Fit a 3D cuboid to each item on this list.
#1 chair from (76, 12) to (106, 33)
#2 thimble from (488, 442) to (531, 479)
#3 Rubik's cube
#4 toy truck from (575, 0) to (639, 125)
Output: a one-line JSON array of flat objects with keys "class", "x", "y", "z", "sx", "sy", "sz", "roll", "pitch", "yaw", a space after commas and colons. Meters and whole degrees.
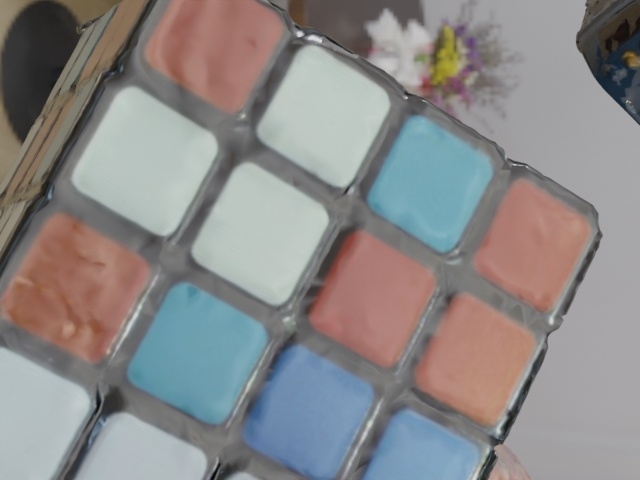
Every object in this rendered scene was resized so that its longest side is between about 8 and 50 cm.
[{"class": "chair", "x": -0.111, "y": -0.294, "z": 1.022, "sx": 0.247, "sy": 0.172, "sz": 0.158, "roll": -28, "pitch": 86, "yaw": -25}, {"class": "thimble", "x": 0.036, "y": 0.212, "z": 0.981, "sx": 0.162, "sy": 0.239, "sz": 0.239, "roll": 53, "pitch": -5, "yaw": 40}, {"class": "Rubik's cube", "x": -0.033, "y": 0.024, "z": 0.415, "sx": 0.154, "sy": 0.151, "sz": 0.155, "roll": 30, "pitch": 80, "yaw": -17}, {"class": "toy truck", "x": 0.199, "y": -0.048, "z": 0.564, "sx": 0.202, "sy": 0.074, "sz": 0.088, "roll": 41, "pitch": 48, "yaw": -12}]
